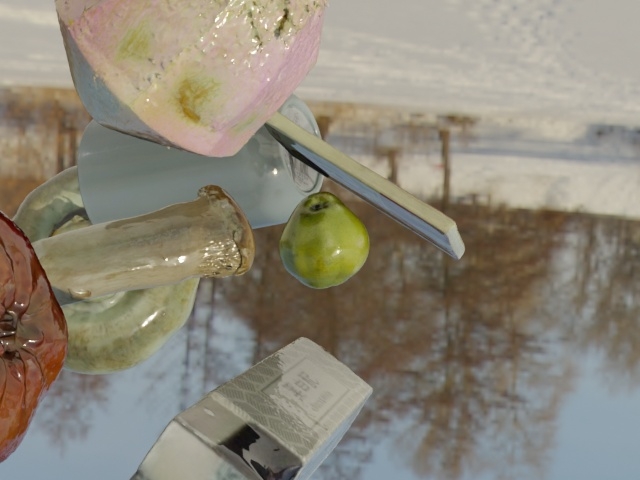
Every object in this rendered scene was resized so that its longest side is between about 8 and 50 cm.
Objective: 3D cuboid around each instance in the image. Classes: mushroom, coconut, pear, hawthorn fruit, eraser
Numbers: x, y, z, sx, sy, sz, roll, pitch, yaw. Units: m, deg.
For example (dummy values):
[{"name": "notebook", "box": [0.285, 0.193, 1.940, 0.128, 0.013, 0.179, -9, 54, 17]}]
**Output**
[{"name": "mushroom", "box": [-0.160, 0.009, 1.008, 0.209, 0.084, 0.071, -13, 161, -17]}, {"name": "coconut", "box": [-0.123, -0.198, 1.116, 0.233, 0.245, 0.233, 42, -168, -11]}, {"name": "pear", "box": [0.000, 0.000, 1.236, 0.092, 0.097, 0.092, -12, -174, 1]}, {"name": "hawthorn fruit", "box": [-0.263, 0.057, 0.747, 0.200, 0.179, 0.179, 0, -176, 18]}, {"name": "mushroom", "box": [-0.362, 0.043, 2.005, 0.352, 0.352, 0.260, 4, 168, 10]}, {"name": "eraser", "box": [-0.049, 0.168, 1.017, 0.096, 0.098, 0.404, 36, -171, 8]}]

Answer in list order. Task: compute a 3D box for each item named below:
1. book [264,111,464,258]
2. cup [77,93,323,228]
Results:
[{"name": "book", "box": [0.049, -0.058, 1.308, 0.231, 0.022, 0.162, 32, 176, 14]}, {"name": "cup", "box": [-0.162, -0.105, 1.734, 0.312, 0.206, 0.205, -8, 180, 24]}]
